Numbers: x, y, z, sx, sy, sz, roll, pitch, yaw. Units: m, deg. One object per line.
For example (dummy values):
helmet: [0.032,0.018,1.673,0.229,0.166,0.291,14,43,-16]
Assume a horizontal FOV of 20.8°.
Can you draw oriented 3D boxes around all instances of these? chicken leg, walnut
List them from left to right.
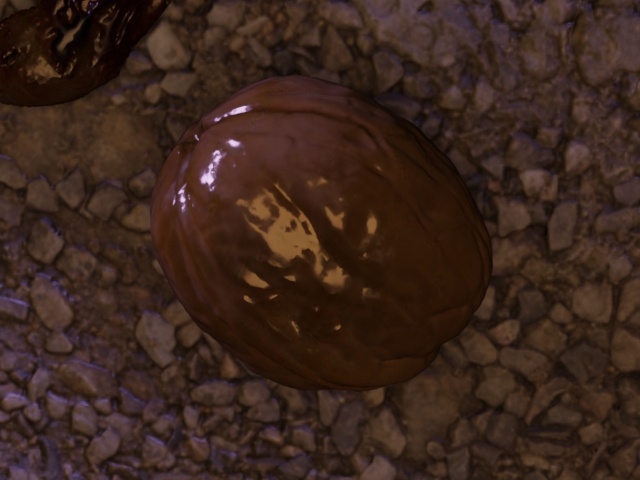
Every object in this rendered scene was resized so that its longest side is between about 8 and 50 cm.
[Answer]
chicken leg: [-0.260,-0.222,1.660,0.177,0.083,0.322,40,100,4]
walnut: [-0.001,0.001,1.596,0.277,0.252,0.313,-44,106,11]
